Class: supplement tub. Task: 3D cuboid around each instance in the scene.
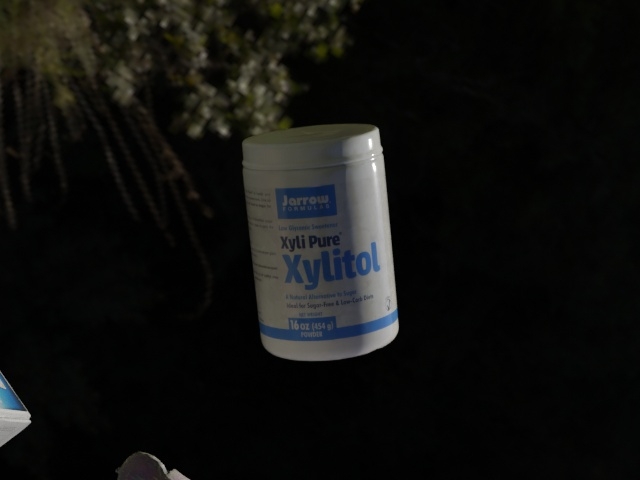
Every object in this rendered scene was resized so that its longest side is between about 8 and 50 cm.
[{"bbox_3d":[0.000,0.000,0.716,0.071,0.071,0.107,-24,111,-55],"label":"supplement tub"}]

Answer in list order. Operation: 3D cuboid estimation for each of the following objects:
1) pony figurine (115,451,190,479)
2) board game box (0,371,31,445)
[{"bbox_3d":[-0.025,0.310,0.625,0.363,0.303,0.351,-59,172,-59],"label":"pony figurine"},{"bbox_3d":[-0.359,0.030,1.127,0.053,0.305,0.193,-39,166,2],"label":"board game box"}]
